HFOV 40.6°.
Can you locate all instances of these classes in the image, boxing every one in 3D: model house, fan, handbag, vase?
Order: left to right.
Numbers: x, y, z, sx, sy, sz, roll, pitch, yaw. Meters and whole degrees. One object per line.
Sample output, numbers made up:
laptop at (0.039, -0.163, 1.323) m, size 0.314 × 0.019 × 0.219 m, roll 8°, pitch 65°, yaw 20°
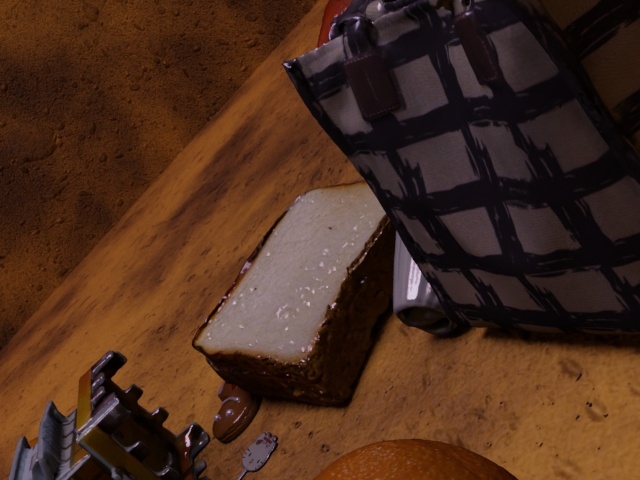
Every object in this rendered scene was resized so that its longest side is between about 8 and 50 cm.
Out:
model house at (-0.264, 0.285, 1.052) m, size 0.215 × 0.198 × 0.224 m, roll -42°, pitch 20°, yaw -3°
fan at (-0.081, 0.260, 1.012) m, size 0.083 × 0.004 × 0.056 m, roll -52°, pitch 21°, yaw -15°
vase at (0.138, -0.018, 0.930) m, size 0.128 × 0.128 × 0.248 m, roll -23°, pitch 40°, yaw 49°
handbag at (0.162, -0.074, 0.682) m, size 0.162 × 0.327 × 0.325 m, roll -51°, pitch 21°, yaw -24°

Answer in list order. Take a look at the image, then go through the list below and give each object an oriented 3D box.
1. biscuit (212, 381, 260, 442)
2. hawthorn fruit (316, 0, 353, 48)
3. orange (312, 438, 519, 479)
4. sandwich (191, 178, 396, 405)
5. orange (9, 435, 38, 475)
biscuit at (-0.091, 0.177, 1.156) m, size 0.138 × 0.031 × 0.205 m, roll -25°, pitch 31°, yaw 46°
hawthorn fruit at (0.089, -0.333, 1.535) m, size 0.210 × 0.210 × 0.262 m, roll -117°, pitch 48°, yaw -69°
orange at (0.056, 0.221, 0.541) m, size 0.206 × 0.206 × 0.206 m, roll -40°, pitch 21°, yaw 19°
sandwich at (-0.008, 0.058, 1.084) m, size 0.271 × 0.099 × 0.301 m, roll -6°, pitch 45°, yaw 55°
orange at (-0.368, 0.343, 1.249) m, size 0.155 × 0.155 × 0.134 m, roll -36°, pitch 64°, yaw 29°
